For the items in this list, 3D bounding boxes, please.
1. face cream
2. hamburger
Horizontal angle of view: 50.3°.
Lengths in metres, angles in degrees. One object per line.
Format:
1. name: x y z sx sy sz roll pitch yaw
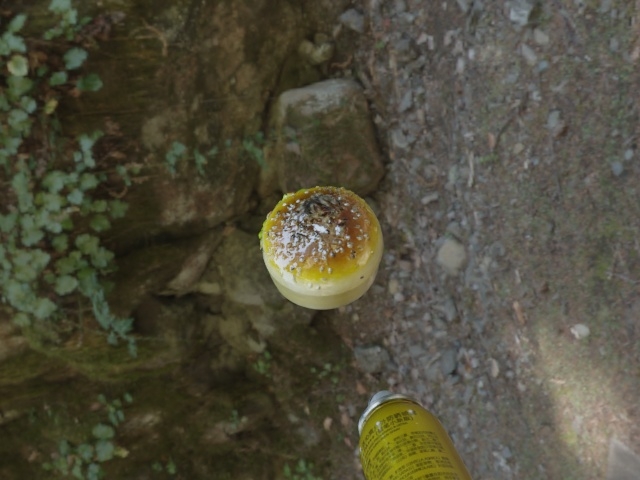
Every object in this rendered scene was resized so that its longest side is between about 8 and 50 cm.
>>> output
1. face cream: 0.110 0.267 0.683 0.349 0.105 0.105 -117 24 -65
2. hamburger: 0.000 0.000 0.701 0.081 0.126 0.141 84 179 -48
